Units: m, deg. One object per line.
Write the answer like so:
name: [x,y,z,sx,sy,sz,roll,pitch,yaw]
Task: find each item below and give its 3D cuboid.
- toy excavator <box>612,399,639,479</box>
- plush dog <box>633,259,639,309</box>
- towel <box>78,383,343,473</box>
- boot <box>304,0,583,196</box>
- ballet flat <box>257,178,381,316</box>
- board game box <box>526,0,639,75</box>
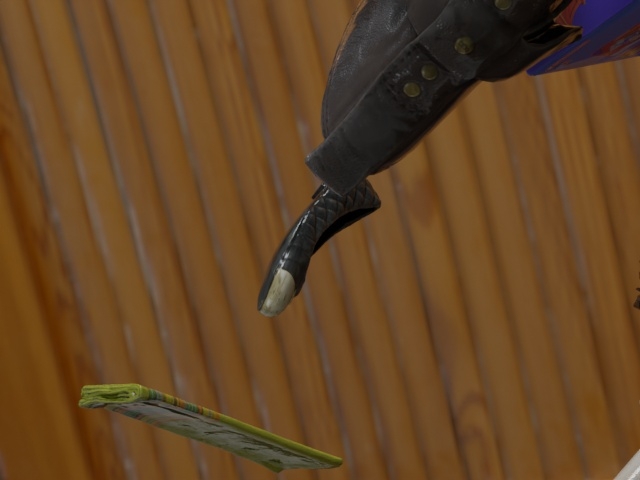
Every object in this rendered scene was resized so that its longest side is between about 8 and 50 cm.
toy excavator: [0.073,0.269,0.879,0.222,0.433,0.445,44,144,13]
plush dog: [0.243,0.006,0.657,0.225,0.262,0.210,46,168,-24]
towel: [-0.099,0.176,1.466,0.237,0.102,0.021,25,-109,-34]
boot: [0.100,-0.146,0.537,0.091,0.229,0.263,42,-129,-5]
ballet flat: [0.000,0.000,1.206,0.049,0.057,0.173,35,-134,-1]
board game box: [0.330,-0.257,1.241,0.233,0.347,0.078,-15,-105,-47]
